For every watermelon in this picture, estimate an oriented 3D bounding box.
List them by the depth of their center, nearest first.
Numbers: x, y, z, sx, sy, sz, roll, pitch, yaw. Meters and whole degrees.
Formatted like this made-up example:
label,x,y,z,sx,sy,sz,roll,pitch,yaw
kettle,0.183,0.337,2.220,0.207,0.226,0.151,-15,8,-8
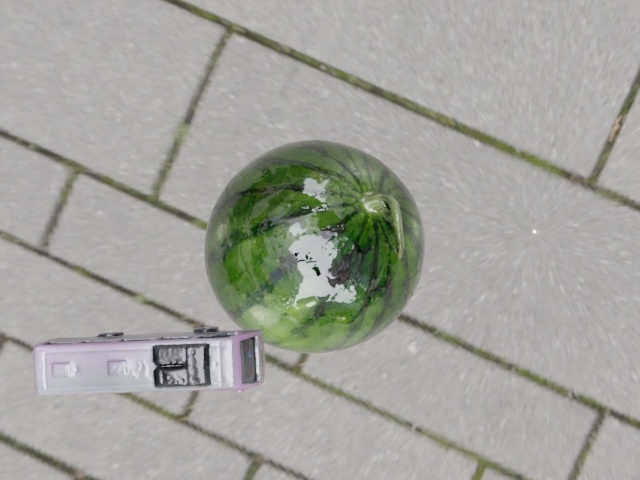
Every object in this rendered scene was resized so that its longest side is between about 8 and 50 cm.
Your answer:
label,x,y,z,sx,sy,sz,roll,pitch,yaw
watermelon,0.000,0.000,1.196,0.188,0.188,0.215,51,139,5

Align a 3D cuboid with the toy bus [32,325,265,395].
label,x,y,z,sx,sy,sz,roll,pitch,yaw
toy bus,-0.100,0.071,0.803,0.130,0.052,0.037,-3,89,12
